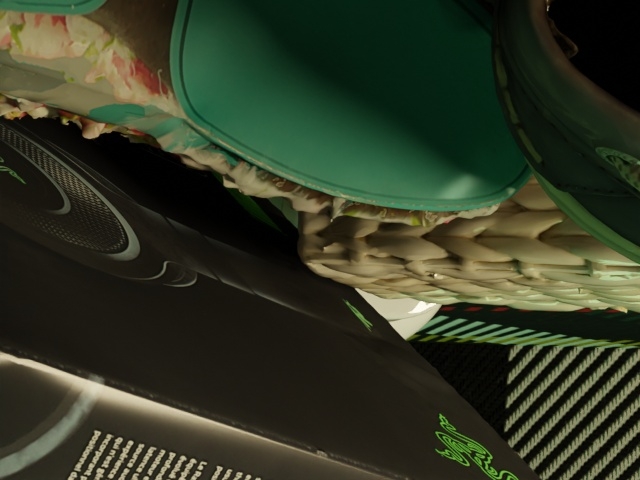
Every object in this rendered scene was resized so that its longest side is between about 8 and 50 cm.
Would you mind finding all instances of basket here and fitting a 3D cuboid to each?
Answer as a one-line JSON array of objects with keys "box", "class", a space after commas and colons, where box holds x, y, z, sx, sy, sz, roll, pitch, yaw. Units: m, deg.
[{"box": [0.081, -0.032, 0.478, 0.167, 0.103, 0.113, 3, 172, 20], "class": "basket"}]

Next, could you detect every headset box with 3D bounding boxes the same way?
[{"box": [-0.093, 0.042, 0.450, 0.283, 0.131, 0.246, 25, -167, -40], "class": "headset box"}]

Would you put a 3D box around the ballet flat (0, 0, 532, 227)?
[{"box": [-0.052, -0.066, 0.391, 0.241, 0.091, 0.077, 18, -177, -24], "class": "ballet flat"}]

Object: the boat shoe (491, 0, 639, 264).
[{"box": [0.198, -0.011, 0.292, 0.355, 0.132, 0.130, 7, -176, 21], "class": "boat shoe"}]

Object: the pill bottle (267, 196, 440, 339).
[{"box": [0.000, 0.000, 0.747, 0.117, 0.117, 0.208, 6, 174, -17], "class": "pill bottle"}]
